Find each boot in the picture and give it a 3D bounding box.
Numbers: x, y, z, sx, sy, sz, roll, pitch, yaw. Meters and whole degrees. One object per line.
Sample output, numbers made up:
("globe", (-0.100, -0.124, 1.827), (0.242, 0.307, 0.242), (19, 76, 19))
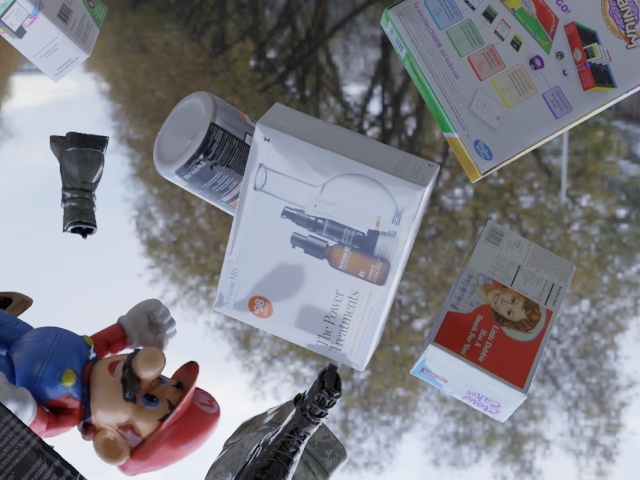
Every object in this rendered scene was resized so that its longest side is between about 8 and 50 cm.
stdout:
("boot", (-0.048, 0.334, 1.874), (0.091, 0.229, 0.263), (33, -159, -8))
("boot", (-0.391, -0.085, 1.756), (0.083, 0.161, 0.246), (7, 180, -19))

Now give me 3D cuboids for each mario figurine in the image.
("mario figurine", (-0.247, 0.119, 1.135), (0.320, 0.198, 0.170), (24, 161, -9))

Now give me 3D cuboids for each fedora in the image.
("fedora", (-0.520, 0.147, 1.692), (0.194, 0.079, 0.194), (-13, -161, 5))

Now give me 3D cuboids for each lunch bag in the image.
("lunch bag", (-0.125, 0.535, 2.519), (0.256, 0.212, 0.305), (-45, -171, -38))

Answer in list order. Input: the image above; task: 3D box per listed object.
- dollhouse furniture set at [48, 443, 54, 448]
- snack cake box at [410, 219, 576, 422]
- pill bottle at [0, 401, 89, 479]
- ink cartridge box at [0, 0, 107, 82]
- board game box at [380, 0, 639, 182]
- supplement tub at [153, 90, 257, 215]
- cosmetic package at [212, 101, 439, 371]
("dollhouse furniture set", (-0.394, 0.313, 1.287), (0.101, 0.182, 0.161), (19, 165, -16))
("snack cake box", (0.255, 0.112, 1.610), (0.152, 0.089, 0.264), (29, -129, 3))
("pill bottle", (-0.271, 0.211, 0.904), (0.245, 0.130, 0.130), (43, -164, -4))
("ink cartridge box", (-0.592, -0.496, 2.283), (0.117, 0.278, 0.201), (-31, -147, 26))
("board game box", (0.271, -0.252, 1.387), (0.316, 0.242, 0.064), (-29, 177, -5))
("supplement tub", (-0.164, -0.152, 2.257), (0.316, 0.194, 0.193), (30, 173, -37))
("cosmetic package", (0.000, 0.000, 1.807), (0.284, 0.377, 0.097), (23, -147, 10))
